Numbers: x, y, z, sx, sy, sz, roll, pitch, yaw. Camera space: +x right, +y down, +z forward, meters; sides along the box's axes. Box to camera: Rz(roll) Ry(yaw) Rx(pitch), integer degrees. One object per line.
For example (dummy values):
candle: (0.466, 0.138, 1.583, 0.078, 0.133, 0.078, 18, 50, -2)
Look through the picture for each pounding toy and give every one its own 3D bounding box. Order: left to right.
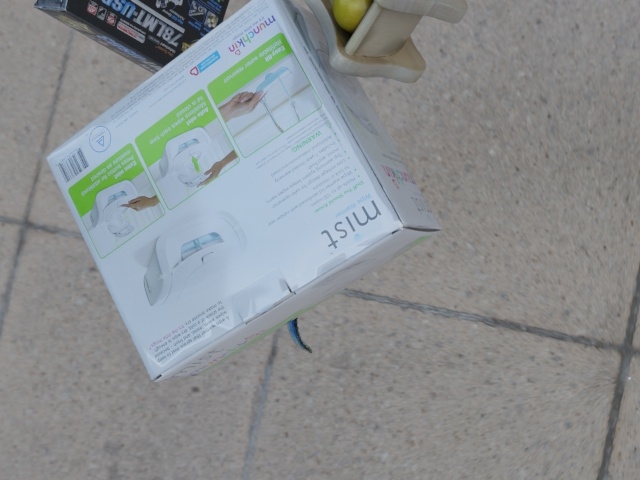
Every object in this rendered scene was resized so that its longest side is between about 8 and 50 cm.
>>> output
pounding toy: (0.037, -0.270, 0.756, 0.154, 0.154, 0.269, -54, 35, 34)

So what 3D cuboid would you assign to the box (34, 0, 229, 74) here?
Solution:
box: (-0.238, -0.406, 1.283, 0.073, 0.296, 0.293, 15, 87, 33)

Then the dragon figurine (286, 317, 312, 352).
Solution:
dragon figurine: (0.000, 0.000, 1.146, 0.144, 0.085, 0.289, -8, 85, 24)

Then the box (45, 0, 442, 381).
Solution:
box: (-0.070, -0.041, 0.782, 0.262, 0.127, 0.231, -33, 78, 19)
